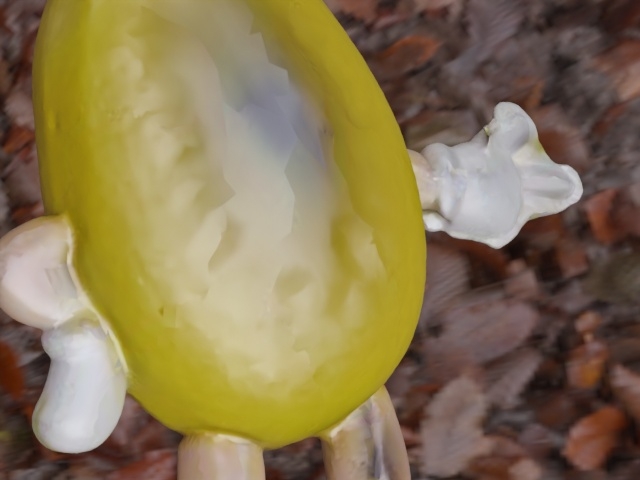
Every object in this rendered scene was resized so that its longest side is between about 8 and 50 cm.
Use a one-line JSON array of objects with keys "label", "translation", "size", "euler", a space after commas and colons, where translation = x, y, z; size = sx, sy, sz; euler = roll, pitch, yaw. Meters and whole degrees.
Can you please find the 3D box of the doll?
[{"label": "doll", "translation": [-0.012, 0.033, 1.006], "size": [0.348, 0.161, 0.423], "euler": [22, 70, -28]}]
